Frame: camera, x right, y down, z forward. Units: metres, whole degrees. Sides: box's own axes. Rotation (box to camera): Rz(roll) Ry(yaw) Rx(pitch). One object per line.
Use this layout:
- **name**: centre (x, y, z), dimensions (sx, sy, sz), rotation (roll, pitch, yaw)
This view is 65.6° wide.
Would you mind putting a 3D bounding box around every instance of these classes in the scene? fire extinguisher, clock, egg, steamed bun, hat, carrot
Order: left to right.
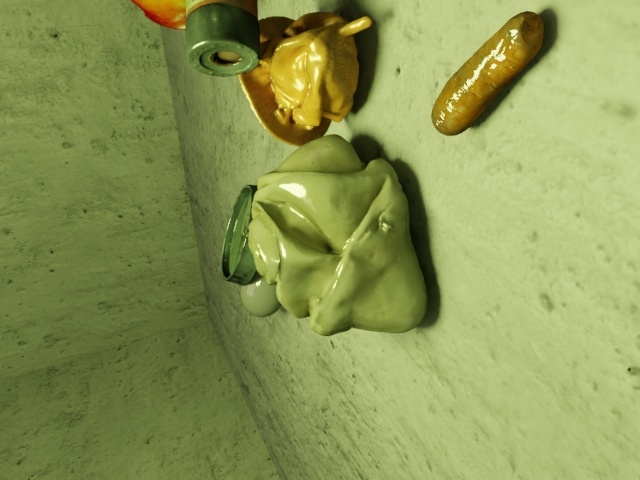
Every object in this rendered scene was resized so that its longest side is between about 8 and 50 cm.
- **fire extinguisher**: centre (-0.168, -0.451, 0.801), dimensions (0.200, 0.113, 0.375), rotation (165, 104, -65)
- **clock**: centre (-0.235, -0.019, 1.542), dimensions (0.319, 0.066, 0.318), rotation (-167, 90, -68)
- **egg**: centre (-0.183, 0.157, 1.590), dimensions (0.146, 0.146, 0.198), rotation (55, 142, 42)
- **steamed bun**: centre (0.000, 0.000, 0.894), dimensions (0.342, 0.255, 0.367), rotation (-169, 68, -69)
- **hat**: centre (0.010, -0.316, 0.829), dimensions (0.233, 0.244, 0.233), rotation (44, 149, -22)
- **carrot**: centre (0.187, -0.189, 0.577), dimensions (0.060, 0.060, 0.186), rotation (69, 156, 17)

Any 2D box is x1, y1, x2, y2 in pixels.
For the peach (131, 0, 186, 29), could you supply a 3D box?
- **peach**: centre (-0.249, -0.652, 1.022), dimensions (0.335, 0.310, 0.405), rotation (-43, -42, -71)
